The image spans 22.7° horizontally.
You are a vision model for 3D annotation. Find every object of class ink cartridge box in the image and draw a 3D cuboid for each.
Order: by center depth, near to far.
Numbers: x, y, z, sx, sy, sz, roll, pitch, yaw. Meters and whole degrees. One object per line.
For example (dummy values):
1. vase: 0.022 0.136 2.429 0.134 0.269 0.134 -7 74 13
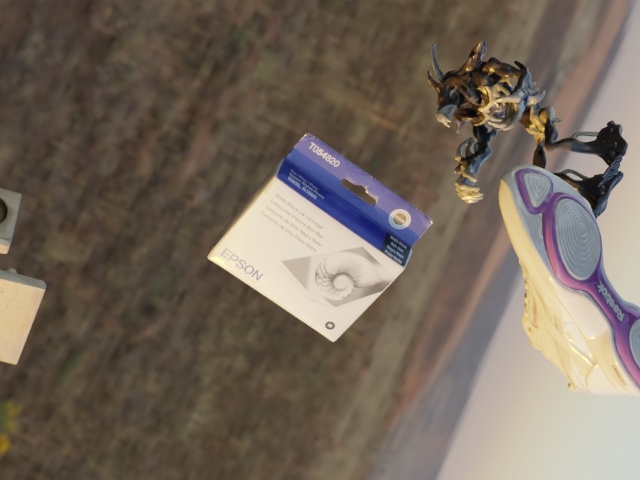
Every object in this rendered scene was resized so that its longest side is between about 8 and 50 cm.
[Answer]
1. ink cartridge box: 0.000 0.000 2.146 0.224 0.223 0.045 -49 -165 25

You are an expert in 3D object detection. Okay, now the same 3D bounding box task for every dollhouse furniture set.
1. dollhouse furniture set: -0.291 -0.009 1.293 0.123 0.144 0.151 122 -22 -52

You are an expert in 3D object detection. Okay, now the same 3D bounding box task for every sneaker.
1. sneaker: 0.263 0.058 1.802 0.152 0.305 0.114 -13 -157 48

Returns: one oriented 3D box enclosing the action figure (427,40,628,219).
1. action figure: 0.224 -0.130 1.895 0.141 0.275 0.164 -47 159 -39
